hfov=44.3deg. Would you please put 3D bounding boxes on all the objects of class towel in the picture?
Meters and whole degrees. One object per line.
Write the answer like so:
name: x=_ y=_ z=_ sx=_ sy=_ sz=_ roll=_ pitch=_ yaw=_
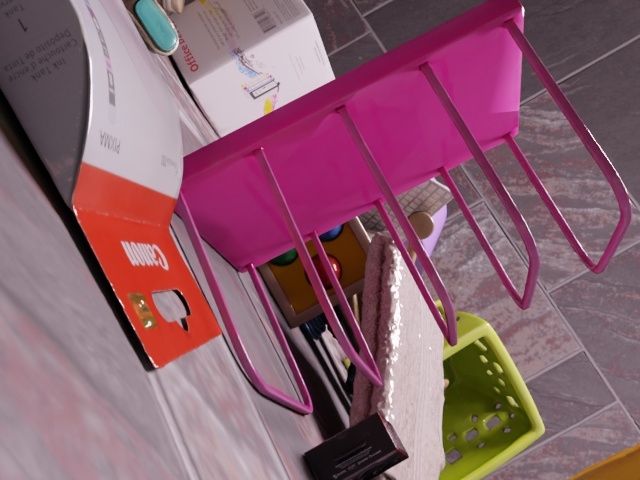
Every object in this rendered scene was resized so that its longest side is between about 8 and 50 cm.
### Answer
towel: x=0.084 y=0.148 z=0.796 sx=0.187 sy=0.049 sz=0.282 roll=60 pitch=29 yaw=-46
towel: x=-0.020 y=0.086 z=1.026 sx=0.067 sy=0.029 sz=0.119 roll=62 pitch=2 yaw=-8

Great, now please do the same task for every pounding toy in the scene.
pounding toy: x=0.041 y=0.019 z=0.912 sx=0.181 sy=0.206 sz=0.094 roll=61 pitch=2 yaw=2

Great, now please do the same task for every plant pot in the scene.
plant pot: x=0.180 y=0.241 z=1.257 sx=0.227 sy=0.228 sz=0.207 roll=60 pitch=-6 yaw=-19

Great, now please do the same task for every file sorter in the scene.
file sorter: x=0.062 y=-0.006 z=0.618 sx=0.182 sy=0.291 sz=0.202 roll=64 pitch=3 yaw=22

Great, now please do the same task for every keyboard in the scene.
keyboard: x=0.082 y=-0.022 z=1.014 sx=0.072 sy=0.014 sz=0.256 roll=26 pitch=-31 yaw=-10

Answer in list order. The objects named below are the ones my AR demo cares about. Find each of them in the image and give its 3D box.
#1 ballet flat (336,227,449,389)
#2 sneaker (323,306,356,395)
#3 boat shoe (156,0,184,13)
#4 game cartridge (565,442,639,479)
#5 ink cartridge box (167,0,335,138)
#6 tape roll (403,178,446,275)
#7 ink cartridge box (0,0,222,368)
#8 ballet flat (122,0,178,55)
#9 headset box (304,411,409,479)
ballet flat: x=0.058 y=0.069 z=1.008 sx=0.342 sy=0.124 sz=0.116 roll=61 pitch=3 yaw=7
sneaker: x=0.045 y=0.151 z=1.118 sx=0.217 sy=0.121 sz=0.079 roll=24 pitch=-29 yaw=24
boat shoe: x=-0.269 y=-0.434 z=1.294 sx=0.285 sy=0.092 sz=0.103 roll=-109 pitch=-154 yaw=-62
game cartridge: x=0.252 y=0.330 z=0.619 sx=0.053 sy=0.324 sz=0.285 roll=-5 pitch=60 yaw=-49
ink cartridge box: x=-0.127 y=-0.325 z=1.351 sx=0.171 sy=0.233 sz=0.168 roll=61 pitch=-1 yaw=31
tape roll: x=0.037 y=-0.044 z=1.127 sx=0.275 sy=0.090 sz=0.275 roll=21 pitch=-31 yaw=13
ink cartridge box: x=-0.104 y=-0.055 z=0.431 sx=0.232 sy=0.066 sz=0.189 roll=56 pitch=1 yaw=3
ballet flat: x=-0.240 y=-0.308 z=0.994 sx=0.052 sy=0.057 sz=0.168 roll=13 pitch=-44 yaw=52
headset box: x=0.028 y=0.159 z=0.581 sx=0.032 sy=0.062 sz=0.083 roll=60 pitch=0 yaw=22
